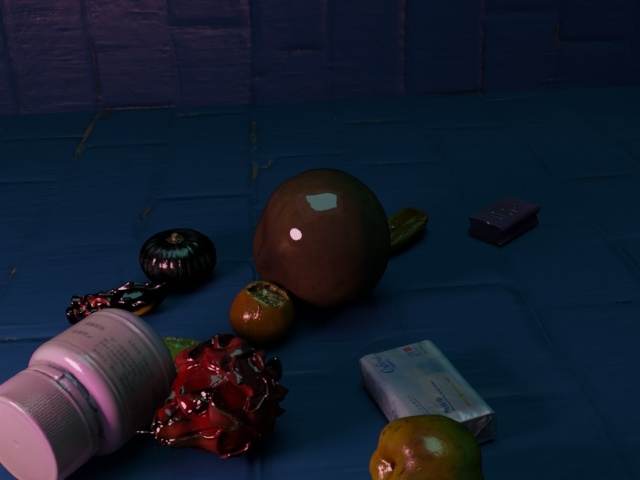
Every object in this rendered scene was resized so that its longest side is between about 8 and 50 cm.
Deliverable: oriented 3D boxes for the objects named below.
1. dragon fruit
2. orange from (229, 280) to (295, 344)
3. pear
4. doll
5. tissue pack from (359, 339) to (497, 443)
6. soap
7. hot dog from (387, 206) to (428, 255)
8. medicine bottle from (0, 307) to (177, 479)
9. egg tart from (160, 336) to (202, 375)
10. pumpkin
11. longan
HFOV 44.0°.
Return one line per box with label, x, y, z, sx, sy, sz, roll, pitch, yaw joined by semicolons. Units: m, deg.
dragon fruit;-0.204;0.297;1.474;0.293;0.234;0.234;-10;28;-29
orange;-0.136;0.165;1.827;0.154;0.134;0.155;-7;30;4
pear;0.185;0.386;1.326;0.200;0.200;0.200;-1;27;1
doll;-0.490;0.149;1.941;0.248;0.088;0.127;-14;49;-4
tissue pack;0.208;0.308;1.576;0.177;0.089;0.263;-13;28;-17
soap;0.533;-0.059;2.303;0.122;0.065;0.203;23;35;39
hot dog;0.219;-0.023;2.245;0.109;0.072;0.269;24;38;37
medicine bottle;-0.445;0.290;1.474;0.241;0.241;0.302;15;31;29
egg tart;-0.316;0.261;1.685;0.191;0.074;0.191;2;13;-1
pumpkin;-0.373;0.042;2.073;0.202;0.140;0.202;-4;28;2
longan;0.000;0.000;1.905;0.361;0.361;0.361;-1;27;1
